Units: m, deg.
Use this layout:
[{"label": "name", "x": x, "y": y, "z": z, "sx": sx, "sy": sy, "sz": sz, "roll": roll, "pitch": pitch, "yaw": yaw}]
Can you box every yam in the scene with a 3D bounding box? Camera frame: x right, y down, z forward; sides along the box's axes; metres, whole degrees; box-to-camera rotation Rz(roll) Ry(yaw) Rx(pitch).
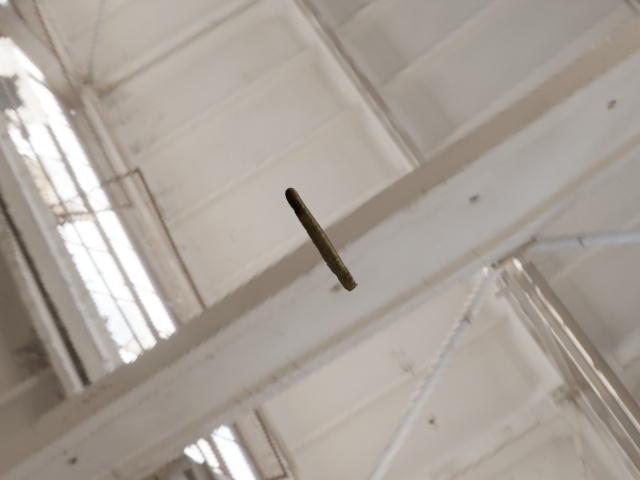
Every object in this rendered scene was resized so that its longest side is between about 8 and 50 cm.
[{"label": "yam", "x": 0.000, "y": 0.000, "z": 1.024, "sx": 0.014, "sy": 0.107, "sz": 0.014, "roll": -29, "pitch": -160, "yaw": 12}]
